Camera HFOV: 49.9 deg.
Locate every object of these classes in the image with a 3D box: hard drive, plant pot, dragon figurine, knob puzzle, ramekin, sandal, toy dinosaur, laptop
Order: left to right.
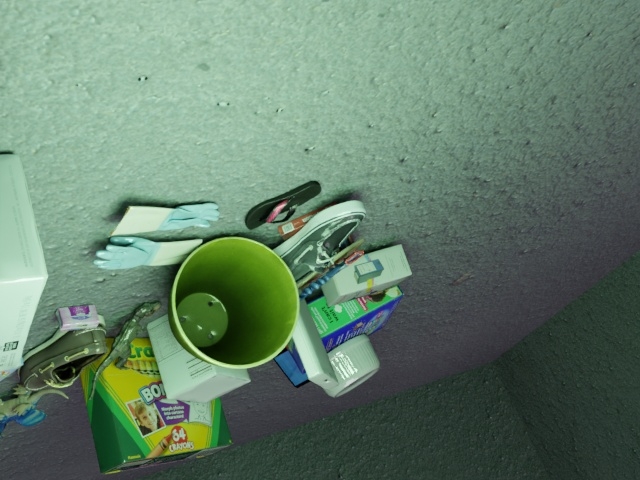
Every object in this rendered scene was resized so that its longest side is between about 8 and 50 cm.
[{"bbox_3d":[-0.782,0.440,1.816,0.289,0.085,0.144,-22,157,0],"label":"dragon figurine"},{"bbox_3d":[-0.472,0.255,1.643,0.268,0.064,0.118,-60,178,-14],"label":"toy dinosaur"},{"bbox_3d":[-0.230,0.161,1.541,0.275,0.274,0.293,-10,170,-28],"label":"plant pot"},{"bbox_3d":[-0.077,-0.065,1.426,0.179,0.040,0.067,-27,157,9],"label":"sandal"},{"bbox_3d":[-0.079,0.370,2.234,0.234,0.136,0.264,-32,155,20],"label":"laptop"},{"bbox_3d":[-0.046,0.208,1.700,0.040,0.307,0.203,-25,157,4],"label":"hard drive"},{"bbox_3d":[0.023,0.048,1.672,0.213,0.030,0.213,-36,173,-5],"label":"knob puzzle"},{"bbox_3d":[0.081,0.381,2.062,0.207,0.109,0.207,-31,163,-11],"label":"ramekin"}]

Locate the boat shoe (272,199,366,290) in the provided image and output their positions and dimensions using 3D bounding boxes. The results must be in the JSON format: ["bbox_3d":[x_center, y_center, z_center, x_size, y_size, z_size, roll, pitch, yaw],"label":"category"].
[{"bbox_3d":[-0.009,0.023,1.530,0.301,0.102,0.108,-34,153,25],"label":"boat shoe"}]

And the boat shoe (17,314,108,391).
[{"bbox_3d":[-0.613,0.290,1.632,0.324,0.096,0.117,-36,153,28],"label":"boat shoe"}]

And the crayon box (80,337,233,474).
[{"bbox_3d":[-0.426,0.416,1.796,0.106,0.313,0.363,-32,155,29],"label":"crayon box"}]

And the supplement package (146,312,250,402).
[{"bbox_3d":[-0.312,0.292,1.773,0.149,0.203,0.194,-28,156,12],"label":"supplement package"}]

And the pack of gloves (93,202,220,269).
[{"bbox_3d":[-0.318,-0.020,1.330,0.232,0.046,0.195,-5,146,-49],"label":"pack of gloves"}]

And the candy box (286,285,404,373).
[{"bbox_3d":[0.062,0.235,2.032,0.317,0.122,0.268,-27,159,-22],"label":"candy box"}]

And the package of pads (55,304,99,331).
[{"bbox_3d":[-0.532,0.169,1.505,0.083,0.050,0.032,-3,145,-37],"label":"package of pads"}]

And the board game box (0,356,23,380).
[{"bbox_3d":[-0.808,0.295,1.542,0.160,0.039,0.211,-34,155,22],"label":"board game box"}]

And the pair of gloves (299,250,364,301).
[{"bbox_3d":[0.017,0.079,1.575,0.198,0.023,0.159,-35,178,-13],"label":"pair of gloves"}]

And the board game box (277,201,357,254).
[{"bbox_3d":[0.000,0.000,1.653,0.145,0.027,0.281,-23,157,3],"label":"board game box"}]

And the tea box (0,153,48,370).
[{"bbox_3d":[-0.602,0.058,0.993,0.324,0.220,0.329,-6,152,-33],"label":"tea box"}]

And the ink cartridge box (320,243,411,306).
[{"bbox_3d":[0.117,0.097,1.860,0.213,0.093,0.154,-13,166,-17],"label":"ink cartridge box"}]
